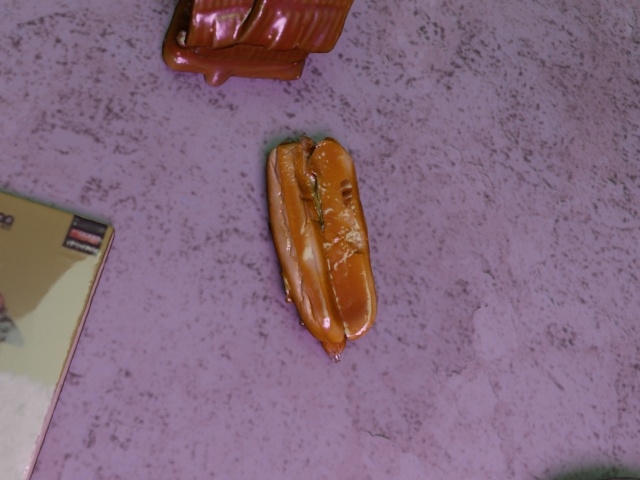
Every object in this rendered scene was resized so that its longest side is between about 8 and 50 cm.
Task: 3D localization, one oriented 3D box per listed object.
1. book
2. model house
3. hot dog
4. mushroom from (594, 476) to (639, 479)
[{"bbox_3d":[-0.367,0.112,0.763,0.239,0.035,0.352,17,69,-8],"label":"book"},{"bbox_3d":[-0.054,-0.300,0.883,0.199,0.229,0.220,7,70,-19],"label":"model house"},{"bbox_3d":[0.000,0.000,0.882,0.109,0.072,0.269,-4,72,-15],"label":"hot dog"},{"bbox_3d":[0.352,0.312,0.862,0.270,0.103,0.118,-2,44,-21],"label":"mushroom"}]
